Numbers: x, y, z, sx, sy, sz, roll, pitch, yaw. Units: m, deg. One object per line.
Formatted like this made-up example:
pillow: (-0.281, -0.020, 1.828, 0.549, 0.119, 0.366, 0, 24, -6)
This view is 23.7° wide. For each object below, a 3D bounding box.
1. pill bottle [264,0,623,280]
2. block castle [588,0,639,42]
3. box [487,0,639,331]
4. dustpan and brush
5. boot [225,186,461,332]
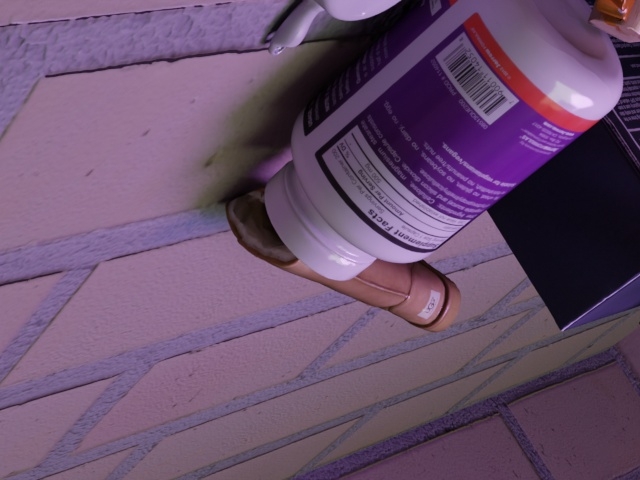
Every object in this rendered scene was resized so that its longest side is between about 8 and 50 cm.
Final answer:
pill bottle: (0.100, -0.103, 1.370, 0.323, 0.181, 0.181, -40, 162, 30)
block castle: (0.432, -0.230, 1.159, 0.303, 0.453, 0.213, 33, 77, -73)
box: (0.300, -0.090, 1.566, 0.296, 0.294, 0.183, -10, 154, -50)
dustpan and brush: (0.019, -0.201, 1.182, 0.147, 0.060, 0.211, -14, 150, -42)
boot: (0.000, 0.000, 1.619, 0.269, 0.236, 0.089, 24, 91, -46)
